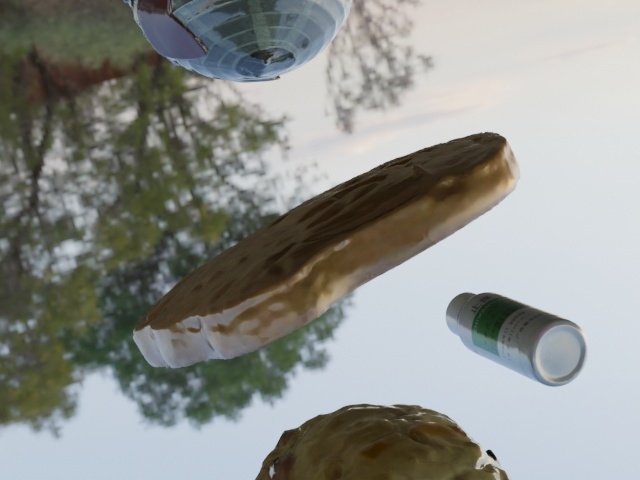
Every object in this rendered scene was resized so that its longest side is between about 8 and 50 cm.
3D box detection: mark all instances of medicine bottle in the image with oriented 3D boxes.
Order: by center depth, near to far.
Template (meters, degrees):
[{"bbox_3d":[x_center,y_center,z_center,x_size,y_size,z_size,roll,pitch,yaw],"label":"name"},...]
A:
[{"bbox_3d":[0.259,0.127,1.684,0.095,0.095,0.260,-18,-167,-19],"label":"medicine bottle"}]

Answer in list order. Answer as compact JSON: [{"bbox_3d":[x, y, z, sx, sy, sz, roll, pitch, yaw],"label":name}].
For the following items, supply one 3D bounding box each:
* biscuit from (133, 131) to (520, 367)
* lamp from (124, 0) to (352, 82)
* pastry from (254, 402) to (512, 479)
[{"bbox_3d":[-0.001,-0.002,1.102,0.365,0.062,0.385,-32,-173,-19],"label":"biscuit"},{"bbox_3d":[-0.089,-0.285,1.372,0.265,0.233,0.233,9,175,-40],"label":"lamp"},{"bbox_3d":[0.068,0.358,1.285,0.312,0.389,0.388,-29,-165,-8],"label":"pastry"}]
